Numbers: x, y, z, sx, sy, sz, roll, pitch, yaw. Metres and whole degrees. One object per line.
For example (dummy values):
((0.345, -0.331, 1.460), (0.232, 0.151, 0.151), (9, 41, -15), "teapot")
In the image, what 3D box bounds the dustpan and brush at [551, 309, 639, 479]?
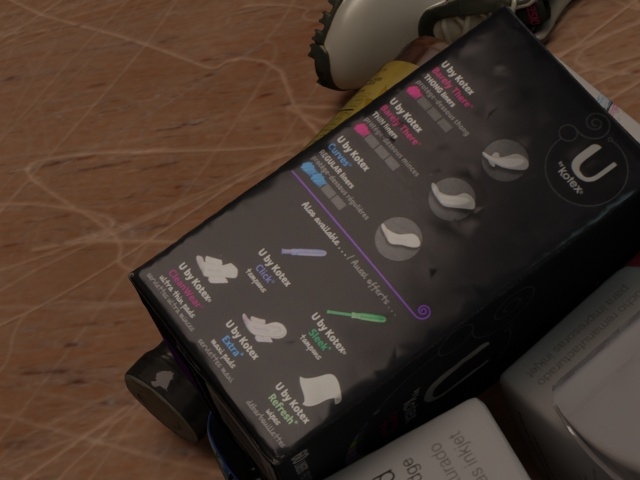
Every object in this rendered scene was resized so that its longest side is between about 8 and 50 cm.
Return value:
((0.226, 0.107, 0.775), (0.147, 0.060, 0.211), (-41, 37, 7), "dustpan and brush")

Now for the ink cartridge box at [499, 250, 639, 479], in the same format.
((0.286, 0.117, 0.861), (0.226, 0.131, 0.306), (-40, 43, -12), "ink cartridge box")

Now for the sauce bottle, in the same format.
((0.000, 0.000, 1.127), (0.111, 0.111, 0.344), (25, 66, 40), "sauce bottle")

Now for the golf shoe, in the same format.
((0.118, -0.199, 1.260), (0.273, 0.105, 0.120), (-34, 51, -6), "golf shoe")

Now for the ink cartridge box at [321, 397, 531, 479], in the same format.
((-0.013, 0.309, 0.801), (0.395, 0.166, 0.285), (-29, 44, -1), "ink cartridge box")

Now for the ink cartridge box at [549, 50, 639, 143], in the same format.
((0.152, -0.049, 1.062), (0.198, 0.067, 0.115), (41, 73, 13), "ink cartridge box")

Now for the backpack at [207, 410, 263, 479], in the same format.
((-0.014, 0.139, 1.018), (0.105, 0.084, 0.114), (-35, 51, -11), "backpack")

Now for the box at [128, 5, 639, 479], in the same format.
((0.048, 0.020, 0.913), (0.270, 0.165, 0.143), (-36, 69, -10), "box")
